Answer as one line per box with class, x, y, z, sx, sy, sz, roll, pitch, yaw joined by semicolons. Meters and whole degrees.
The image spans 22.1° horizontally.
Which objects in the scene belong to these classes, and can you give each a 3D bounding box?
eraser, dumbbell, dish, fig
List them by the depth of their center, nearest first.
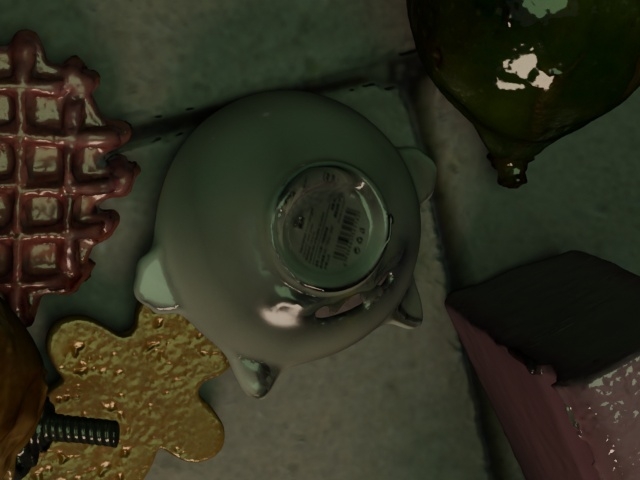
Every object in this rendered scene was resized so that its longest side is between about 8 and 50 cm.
dumbbell;-0.264;0.120;1.129;0.254;0.081;0.081;5;100;7
fig;0.144;-0.149;1.167;0.195;0.195;0.244;2;135;-15
dish;0.000;0.000;1.169;0.236;0.086;0.228;-47;106;-15
eraser;0.242;0.198;1.199;0.122;0.272;0.359;-26;104;-6

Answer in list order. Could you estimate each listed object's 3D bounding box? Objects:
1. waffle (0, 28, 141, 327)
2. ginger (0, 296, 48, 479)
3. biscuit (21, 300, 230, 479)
waffle;-0.244;-0.041;1.136;0.234;0.055;0.221;-42;107;-3
ginger;-0.307;0.009;0.963;0.152;0.274;0.357;-32;88;12
biscuit;-0.147;0.120;1.204;0.158;0.035;0.240;42;89;-20
